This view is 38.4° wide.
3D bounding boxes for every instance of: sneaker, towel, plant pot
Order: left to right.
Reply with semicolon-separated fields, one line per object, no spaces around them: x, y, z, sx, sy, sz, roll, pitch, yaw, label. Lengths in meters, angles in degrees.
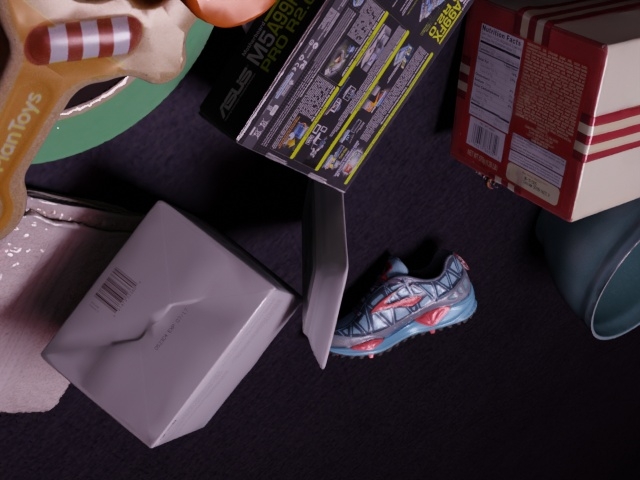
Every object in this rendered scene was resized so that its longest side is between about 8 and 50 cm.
-0.302;0.075;0.957;0.187;0.049;0.282;11;118;-49;towel
0.098;0.084;1.348;0.262;0.104;0.125;-19;106;-17;sneaker
0.487;-0.009;1.529;0.293;0.196;0.293;-26;142;-23;plant pot

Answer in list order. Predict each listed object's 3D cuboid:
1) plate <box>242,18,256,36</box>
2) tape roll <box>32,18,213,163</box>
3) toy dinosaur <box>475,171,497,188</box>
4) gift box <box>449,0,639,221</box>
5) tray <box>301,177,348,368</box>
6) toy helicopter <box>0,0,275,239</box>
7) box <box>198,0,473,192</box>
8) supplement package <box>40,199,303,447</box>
0.033;-0.251;0.932;0.278;0.045;0.277;-44;150;-13;plate
-0.226;-0.212;0.717;0.321;0.077;0.321;-27;142;-24;tape roll
0.264;-0.123;1.346;0.082;0.047;0.090;-54;178;-1;toy dinosaur
0.330;-0.178;1.161;0.258;0.255;0.276;-18;131;-30;gift box
0.000;0.000;1.036;0.030;0.270;0.145;6;128;-6;tray
-0.203;-0.139;0.635;0.235;0.140;0.355;13;119;-48;toy helicopter
0.030;-0.191;0.888;0.270;0.060;0.216;-56;151;9;box
-0.144;0.086;0.963;0.194;0.149;0.203;-52;171;-1;supplement package
